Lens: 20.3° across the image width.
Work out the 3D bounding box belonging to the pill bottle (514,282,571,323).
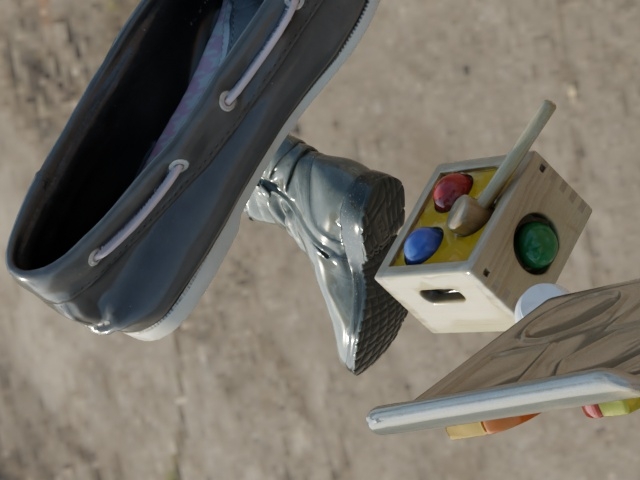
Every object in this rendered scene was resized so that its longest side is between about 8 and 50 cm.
[{"bbox_3d":[0.152,0.054,1.182,0.083,0.043,0.043,51,-164,-69],"label":"pill bottle"}]

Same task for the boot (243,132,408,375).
[{"bbox_3d":[0.000,0.000,1.664,0.161,0.083,0.246,28,139,29],"label":"boot"}]

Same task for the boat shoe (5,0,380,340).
[{"bbox_3d":[-0.058,-0.104,0.947,0.112,0.095,0.335,29,94,45],"label":"boat shoe"}]

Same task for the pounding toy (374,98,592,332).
[{"bbox_3d":[0.123,-0.015,1.293,0.100,0.130,0.141,42,154,-26],"label":"pounding toy"}]

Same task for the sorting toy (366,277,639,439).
[{"bbox_3d":[0.155,0.062,0.991,0.193,0.208,0.038,-16,97,47],"label":"sorting toy"}]
